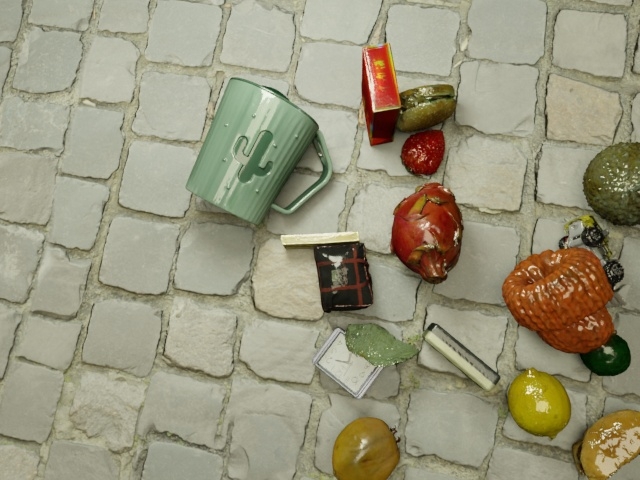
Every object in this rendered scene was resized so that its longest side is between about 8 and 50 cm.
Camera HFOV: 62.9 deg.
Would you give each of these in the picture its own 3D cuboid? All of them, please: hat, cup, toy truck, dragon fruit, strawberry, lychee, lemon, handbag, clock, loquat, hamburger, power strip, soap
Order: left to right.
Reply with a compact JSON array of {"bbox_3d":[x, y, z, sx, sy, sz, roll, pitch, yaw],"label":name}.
[{"bbox_3d":[-0.180,-0.257,1.632,0.400,0.310,0.392,27,91,10],"label":"cup"},{"bbox_3d":[0.000,0.001,1.680,0.251,0.092,0.037,-3,78,5],"label":"soap"},{"bbox_3d":[0.074,0.113,1.626,0.169,0.155,0.215,-8,83,-2],"label":"handbag"},{"bbox_3d":[0.085,0.381,1.631,0.193,0.073,0.145,37,86,8],"label":"clock"},{"bbox_3d":[0.137,0.625,1.545,0.234,0.176,0.187,-34,122,-18],"label":"loquat"},{"bbox_3d":[0.345,-0.294,1.703,0.146,0.082,0.187,40,83,2],"label":"strawberry"},{"bbox_3d":[0.323,-0.022,1.585,0.250,0.250,0.315,-8,84,4],"label":"dragon fruit"},{"bbox_3d":[0.339,-0.423,1.663,0.215,0.189,0.122,-13,88,-8],"label":"hamburger"},{"bbox_3d":[0.426,0.355,1.586,0.256,0.105,0.070,39,89,9],"label":"power strip"},{"bbox_3d":[0.632,0.468,1.518,0.173,0.173,0.206,-9,89,4],"label":"lemon"},{"bbox_3d":[0.729,0.227,1.548,0.285,0.285,0.400,-31,108,1],"label":"hat"},{"bbox_3d":[0.839,0.060,1.579,0.111,0.136,0.286,-22,81,-19],"label":"toy truck"},{"bbox_3d":[0.849,0.577,1.509,0.262,0.124,0.131,-34,80,-1],"label":"hamburger"},{"bbox_3d":[0.913,-0.168,1.545,0.255,0.274,0.255,5,101,30],"label":"lychee"}]

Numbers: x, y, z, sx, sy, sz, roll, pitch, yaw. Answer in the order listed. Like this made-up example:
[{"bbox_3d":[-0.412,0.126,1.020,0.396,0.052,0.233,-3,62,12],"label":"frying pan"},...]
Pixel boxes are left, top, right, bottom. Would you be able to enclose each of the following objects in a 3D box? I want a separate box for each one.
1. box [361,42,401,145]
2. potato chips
[{"bbox_3d":[0.179,-0.436,1.610,0.089,0.313,0.198,-10,82,3],"label":"box"},{"bbox_3d":[0.185,0.314,1.594,0.228,0.167,0.059,26,128,9],"label":"potato chips"}]
